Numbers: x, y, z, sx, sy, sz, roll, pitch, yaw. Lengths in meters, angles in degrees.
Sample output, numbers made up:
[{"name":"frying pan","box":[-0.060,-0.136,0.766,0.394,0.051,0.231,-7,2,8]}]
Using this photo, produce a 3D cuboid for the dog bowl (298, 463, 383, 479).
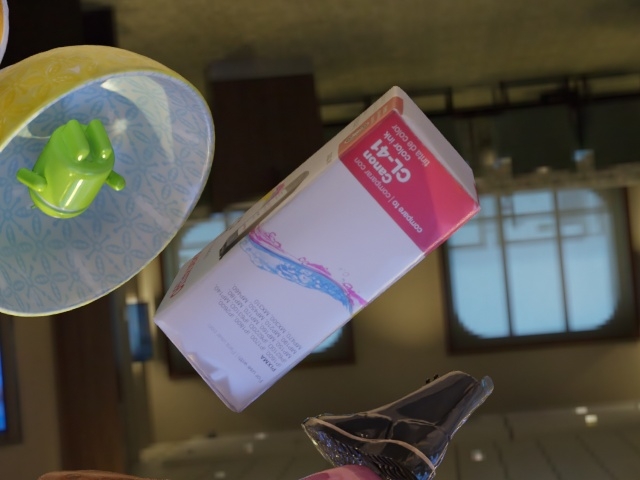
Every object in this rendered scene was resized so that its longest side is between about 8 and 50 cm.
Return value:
[{"name":"dog bowl","box":[-0.061,0.359,1.287,0.408,0.150,0.408,-28,161,-11]}]

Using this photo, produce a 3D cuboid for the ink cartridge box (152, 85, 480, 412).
[{"name":"ink cartridge box","box":[0.000,0.000,1.360,0.306,0.131,0.226,-39,-172,10]}]

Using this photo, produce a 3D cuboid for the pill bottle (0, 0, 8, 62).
[{"name":"pill bottle","box":[-0.385,-0.185,1.112,0.162,0.162,0.278,-6,-179,19]}]

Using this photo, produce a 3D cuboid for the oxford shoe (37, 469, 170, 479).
[{"name":"oxford shoe","box":[-0.157,0.235,1.226,0.212,0.076,0.076,25,-178,-42]}]

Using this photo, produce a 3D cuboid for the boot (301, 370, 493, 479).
[{"name":"boot","box":[0.082,0.185,1.451,0.137,0.077,0.198,-47,-148,-23]}]

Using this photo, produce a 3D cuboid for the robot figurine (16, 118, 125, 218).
[{"name":"robot figurine","box":[-0.244,-0.068,1.354,0.101,0.067,0.115,-6,148,-40]}]

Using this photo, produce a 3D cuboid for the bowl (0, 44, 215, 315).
[{"name":"bowl","box":[-0.263,-0.083,1.351,0.156,0.289,0.289,43,-153,30]}]
